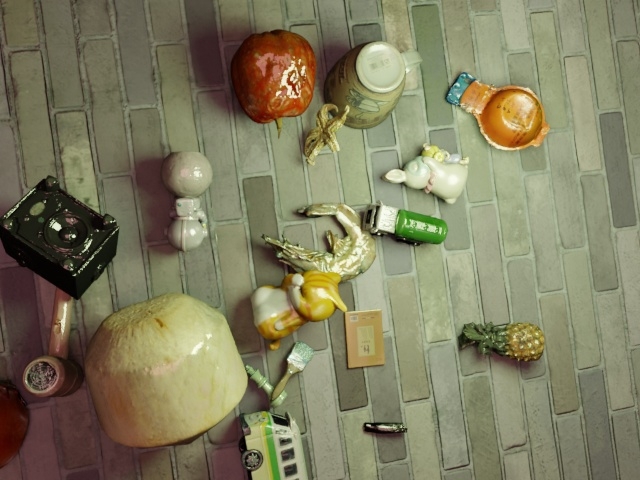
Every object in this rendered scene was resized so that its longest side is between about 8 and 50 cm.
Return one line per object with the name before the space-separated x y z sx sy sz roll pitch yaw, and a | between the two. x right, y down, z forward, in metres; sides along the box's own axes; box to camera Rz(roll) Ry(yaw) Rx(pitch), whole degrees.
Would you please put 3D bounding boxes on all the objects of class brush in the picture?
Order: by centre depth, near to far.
brush | -0.091 0.389 1.599 0.070 0.021 0.196 39 65 -7

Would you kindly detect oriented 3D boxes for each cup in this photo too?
cup | 0.177 -0.473 1.572 0.301 0.257 0.227 -30 96 -10

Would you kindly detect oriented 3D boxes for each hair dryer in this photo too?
hair dryer | -0.710 0.245 1.468 0.107 0.189 0.344 -1 74 -7

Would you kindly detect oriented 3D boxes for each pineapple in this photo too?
pineapple | 0.558 0.311 1.691 0.248 0.128 0.128 5 88 -4

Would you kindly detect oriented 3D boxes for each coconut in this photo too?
coconut | -0.397 0.355 1.421 0.416 0.344 0.415 -2 108 -6

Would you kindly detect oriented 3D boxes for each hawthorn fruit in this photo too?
hawthorn fruit | -0.129 -0.460 1.524 0.258 0.258 0.261 -6 73 -9

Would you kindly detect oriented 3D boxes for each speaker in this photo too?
speaker | -0.668 0.003 1.404 0.232 0.254 0.184 35 60 -7

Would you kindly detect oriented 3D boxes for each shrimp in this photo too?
shrimp | 0.000 0.000 1.624 0.360 0.085 0.246 8 84 -15

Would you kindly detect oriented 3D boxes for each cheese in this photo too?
cheese | 0.556 -0.405 1.697 0.329 0.129 0.217 30 88 4

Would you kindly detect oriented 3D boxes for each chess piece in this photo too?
chess piece | -0.168 0.422 1.600 0.149 0.059 0.059 44 83 -1

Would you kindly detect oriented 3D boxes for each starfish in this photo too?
starfish | 0.012 -0.316 1.585 0.210 0.053 0.150 -39 69 33

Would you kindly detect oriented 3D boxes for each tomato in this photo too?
tomato | -0.940 0.492 1.413 0.309 0.170 0.308 0 87 -9

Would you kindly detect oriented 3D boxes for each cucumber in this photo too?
cucumber | 0.199 0.575 1.666 0.135 0.034 0.033 1 94 -9

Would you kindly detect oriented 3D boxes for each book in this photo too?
book | 0.136 0.300 1.671 0.118 0.012 0.172 -3 89 -9

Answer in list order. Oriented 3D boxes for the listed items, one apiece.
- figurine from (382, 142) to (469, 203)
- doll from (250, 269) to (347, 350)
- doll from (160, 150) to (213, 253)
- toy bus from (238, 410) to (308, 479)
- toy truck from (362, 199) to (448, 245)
figurine | 0.320 -0.215 1.656 0.236 0.127 0.155 16 105 -6
doll | -0.073 0.181 1.542 0.270 0.162 0.166 -28 53 20
doll | -0.377 -0.104 1.533 0.151 0.151 0.287 1 92 -9
toy bus | -0.133 0.642 1.557 0.179 0.143 0.305 -10 90 -12
toy truck | 0.255 -0.045 1.628 0.243 0.125 0.101 12 88 -20
